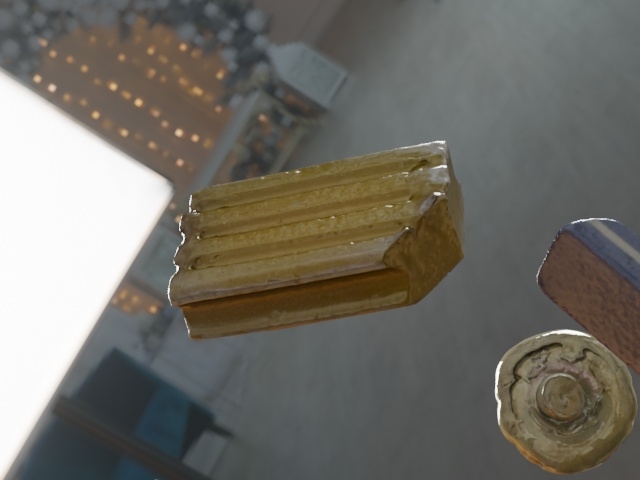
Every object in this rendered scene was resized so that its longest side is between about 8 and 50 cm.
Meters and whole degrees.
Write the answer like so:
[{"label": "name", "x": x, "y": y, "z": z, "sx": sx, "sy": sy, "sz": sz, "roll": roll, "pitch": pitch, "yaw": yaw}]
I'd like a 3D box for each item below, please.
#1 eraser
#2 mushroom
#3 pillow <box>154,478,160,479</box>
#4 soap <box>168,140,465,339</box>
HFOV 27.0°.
[{"label": "eraser", "x": 0.247, "y": 0.072, "z": 0.906, "sx": 0.036, "sy": 0.225, "sz": 0.082, "roll": -36, "pitch": -24, "yaw": -28}, {"label": "mushroom", "x": 0.252, "y": 0.164, "z": 1.385, "sx": 0.154, "sy": 0.154, "sz": 0.122, "roll": -60, "pitch": -19, "yaw": -8}, {"label": "pillow", "x": -0.109, "y": 0.363, "z": 1.436, "sx": 0.052, "sy": 0.212, "sz": 0.208, "roll": -44, "pitch": 10, "yaw": 6}, {"label": "soap", "x": 0.000, "y": 0.000, "z": 1.102, "sx": 0.232, "sy": 0.073, "sz": 0.140, "roll": -10, "pitch": 42, "yaw": 14}]
